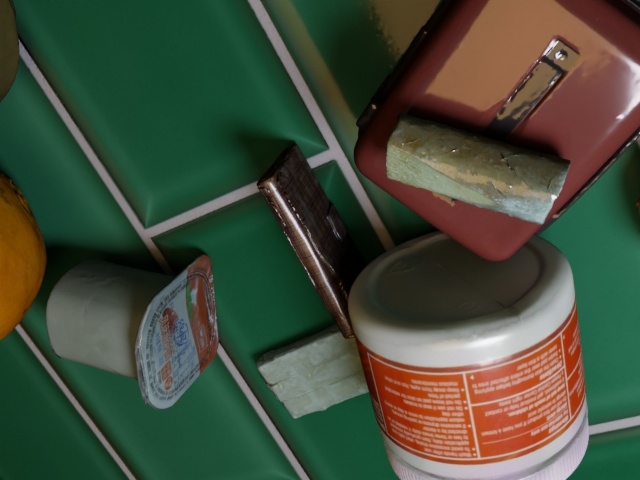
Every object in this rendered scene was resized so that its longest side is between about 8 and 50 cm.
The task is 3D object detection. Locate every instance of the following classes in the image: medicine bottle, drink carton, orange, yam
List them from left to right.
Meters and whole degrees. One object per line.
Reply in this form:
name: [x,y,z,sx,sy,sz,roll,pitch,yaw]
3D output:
orange: [-0.534,0.017,1.074,0.312,0.312,0.312,8,121,14]
drink carton: [-0.271,0.112,1.116,0.189,0.191,0.186,15,124,18]
medicine bottle: [0.176,0.139,0.928,0.252,0.252,0.241,-4,116,21]
yam: [0.144,-0.067,0.738,0.169,0.068,0.068,16,122,9]

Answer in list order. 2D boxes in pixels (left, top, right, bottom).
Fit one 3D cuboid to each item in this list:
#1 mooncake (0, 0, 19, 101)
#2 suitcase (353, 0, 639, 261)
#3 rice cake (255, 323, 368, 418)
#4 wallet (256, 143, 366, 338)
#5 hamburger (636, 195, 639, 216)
mooncake: [-0.521,-0.272,0.992,0.284,0.155,0.284,9,120,16]
suitcase: [0.194,-0.144,0.816,0.236,0.161,0.297,34,123,-4]
rice cake: [0.008,0.184,1.140,0.211,0.038,0.124,-22,109,29]
wallet: [0.000,0.000,0.986,0.042,0.124,0.230,-23,109,23]
hamburger: [0.445,-0.031,0.832,0.213,0.108,0.214,6,116,13]
